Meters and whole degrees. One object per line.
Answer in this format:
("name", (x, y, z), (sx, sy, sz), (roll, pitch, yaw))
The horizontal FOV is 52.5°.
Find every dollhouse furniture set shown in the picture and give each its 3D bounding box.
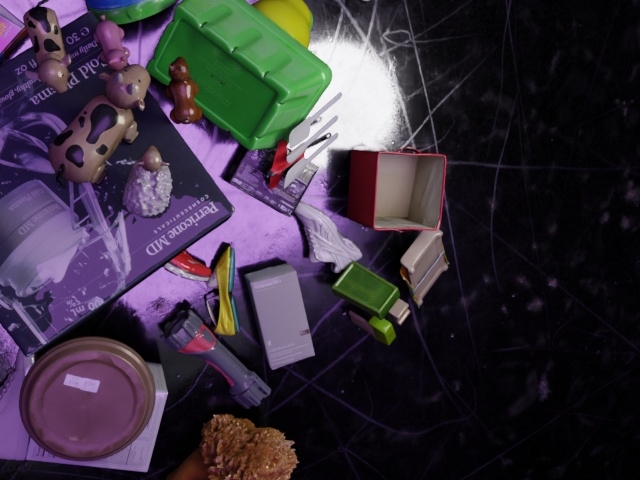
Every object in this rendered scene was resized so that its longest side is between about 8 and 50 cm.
("dollhouse furniture set", (0.196, 0.096, 1.741), (0.301, 0.151, 0.197), (-50, 147, -19))

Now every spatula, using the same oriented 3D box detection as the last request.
("spatula", (-0.012, -0.246, 1.532), (0.242, 0.019, 0.168), (-46, 153, -39))

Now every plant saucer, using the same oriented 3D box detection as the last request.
("plant saucer", (-0.494, 0.343, 1.384), (0.278, 0.041, 0.277), (-2, 97, -17))

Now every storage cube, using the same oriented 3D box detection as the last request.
("storage cube", (0.188, -0.133, 1.649), (0.184, 0.193, 0.215), (0, 99, -18))

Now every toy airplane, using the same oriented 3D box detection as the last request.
("toy airplane", (-0.079, -0.180, 1.527), (0.028, 0.151, 0.151), (35, 88, 16))

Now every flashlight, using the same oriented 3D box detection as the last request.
("flashlight", (-0.265, 0.307, 1.638), (0.103, 0.103, 0.304), (-44, 114, -11))

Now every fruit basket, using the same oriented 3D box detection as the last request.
("fruit basket", (-0.155, -0.416, 1.475), (0.392, 0.392, 0.283), (26, 123, -20))

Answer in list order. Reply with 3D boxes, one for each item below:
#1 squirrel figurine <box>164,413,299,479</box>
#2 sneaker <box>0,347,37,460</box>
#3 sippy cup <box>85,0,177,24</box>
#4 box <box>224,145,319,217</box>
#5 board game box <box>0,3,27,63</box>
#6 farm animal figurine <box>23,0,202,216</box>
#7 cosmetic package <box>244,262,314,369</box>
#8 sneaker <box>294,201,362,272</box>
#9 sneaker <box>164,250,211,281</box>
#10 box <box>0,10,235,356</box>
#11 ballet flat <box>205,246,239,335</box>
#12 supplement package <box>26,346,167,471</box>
("squirrel figurine", (-0.216, 0.631, 1.559), (0.281, 0.370, 0.397), (16, 95, -20))
("sneaker", (-0.722, 0.372, 1.490), (0.123, 0.106, 0.290), (9, 98, -22))
("sippy cup", (-0.407, -0.597, 1.313), (0.306, 0.240, 0.224), (-18, 135, 1))
("box", (-0.121, -0.165, 1.603), (0.180, 0.077, 0.147), (29, 89, -21))
("board game box", (-0.813, -0.461, 1.334), (0.316, 0.064, 0.242), (42, 86, -20))
("farm animal figurine", (-0.379, -0.238, 1.117), (0.330, 0.172, 0.326), (20, 84, -10))
("cosmetic package", (-0.105, 0.189, 1.661), (0.127, 0.107, 0.238), (-17, 107, -12))
("sneaker", (0.000, 0.000, 1.669), (0.115, 0.090, 0.232), (-46, 109, -2))
("sneaker", (-0.366, 0.001, 1.543), (0.279, 0.107, 0.118), (36, 82, -21))
("box", (-0.506, -0.105, 1.327), (0.480, 0.297, 0.471), (-37, 96, -9))
("ballet flat", (-0.247, 0.130, 1.622), (0.077, 0.077, 0.231), (-2, 103, -1))
("supplement package", (-0.515, 0.389, 1.510), (0.263, 0.199, 0.198), (14, 94, -20))
